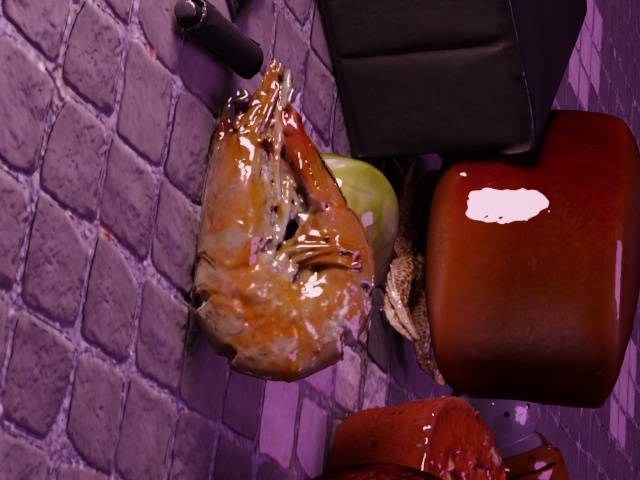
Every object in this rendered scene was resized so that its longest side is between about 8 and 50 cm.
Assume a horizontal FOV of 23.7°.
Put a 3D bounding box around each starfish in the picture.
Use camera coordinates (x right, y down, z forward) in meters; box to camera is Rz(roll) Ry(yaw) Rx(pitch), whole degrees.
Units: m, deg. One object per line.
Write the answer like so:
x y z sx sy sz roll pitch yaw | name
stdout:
0.120 0.029 1.760 0.236 0.062 0.277 -48 129 -61 | starfish

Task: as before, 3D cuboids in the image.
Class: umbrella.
-0.086 -0.175 1.299 0.133 0.031 0.036 32 33 -64 | umbrella

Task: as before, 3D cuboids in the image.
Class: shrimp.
-0.031 -0.023 1.290 0.062 0.154 0.294 116 -26 -71 | shrimp

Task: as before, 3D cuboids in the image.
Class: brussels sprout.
0.002 -0.008 1.387 0.183 0.131 0.145 -30 138 -66 | brussels sprout

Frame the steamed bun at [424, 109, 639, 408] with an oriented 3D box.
0.238 -0.013 1.676 0.379 0.235 0.248 -70 161 -52 | steamed bun

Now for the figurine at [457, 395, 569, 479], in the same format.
0.238 0.265 1.980 0.271 0.143 0.143 67 18 13 | figurine

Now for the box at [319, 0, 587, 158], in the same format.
0.150 -0.280 1.661 0.345 0.204 0.251 -60 142 -52 | box

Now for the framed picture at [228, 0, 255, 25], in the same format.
-0.068 -0.327 1.379 0.199 0.010 0.195 -65 146 -49 | framed picture

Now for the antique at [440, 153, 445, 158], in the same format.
0.226 -0.133 2.016 0.221 0.080 0.081 19 73 -68 | antique

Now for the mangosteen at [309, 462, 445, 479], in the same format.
0.028 0.339 1.256 0.300 0.300 0.300 -1 90 -68 | mangosteen

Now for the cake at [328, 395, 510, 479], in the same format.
0.087 0.286 1.547 0.177 0.151 0.283 49 44 -32 | cake
